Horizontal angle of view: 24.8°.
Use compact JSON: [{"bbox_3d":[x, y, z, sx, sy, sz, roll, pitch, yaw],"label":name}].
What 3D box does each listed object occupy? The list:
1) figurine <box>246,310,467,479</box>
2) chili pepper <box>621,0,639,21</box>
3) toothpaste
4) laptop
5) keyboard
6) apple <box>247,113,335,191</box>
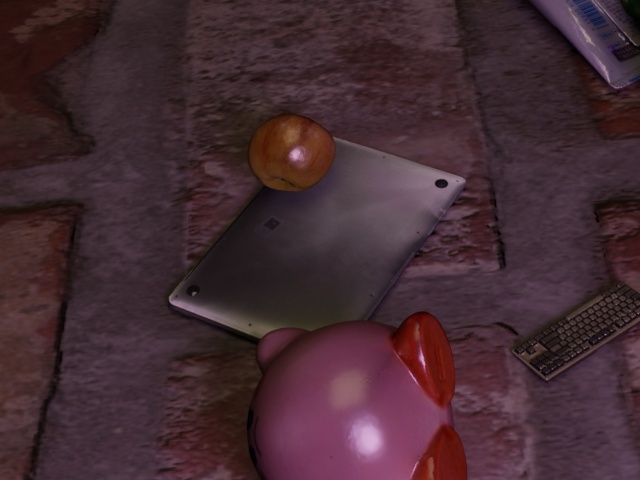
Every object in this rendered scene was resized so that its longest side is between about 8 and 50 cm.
[{"bbox_3d":[0.023,0.146,1.144,0.173,0.173,0.173,-5,45,5],"label":"figurine"},{"bbox_3d":[0.486,-0.343,1.525,0.385,0.167,0.213,-11,55,-14],"label":"chili pepper"},{"bbox_3d":[0.275,-0.271,1.589,0.114,0.073,0.299,-25,54,-20],"label":"toothpaste"},{"bbox_3d":[0.000,0.000,1.398,0.188,0.015,0.269,19,52,27],"label":"laptop"},{"bbox_3d":[0.232,0.078,1.275,0.129,0.015,0.049,-30,47,-18],"label":"keyboard"},{"bbox_3d":[-0.029,-0.084,1.421,0.084,0.084,0.071,13,76,22],"label":"apple"}]
